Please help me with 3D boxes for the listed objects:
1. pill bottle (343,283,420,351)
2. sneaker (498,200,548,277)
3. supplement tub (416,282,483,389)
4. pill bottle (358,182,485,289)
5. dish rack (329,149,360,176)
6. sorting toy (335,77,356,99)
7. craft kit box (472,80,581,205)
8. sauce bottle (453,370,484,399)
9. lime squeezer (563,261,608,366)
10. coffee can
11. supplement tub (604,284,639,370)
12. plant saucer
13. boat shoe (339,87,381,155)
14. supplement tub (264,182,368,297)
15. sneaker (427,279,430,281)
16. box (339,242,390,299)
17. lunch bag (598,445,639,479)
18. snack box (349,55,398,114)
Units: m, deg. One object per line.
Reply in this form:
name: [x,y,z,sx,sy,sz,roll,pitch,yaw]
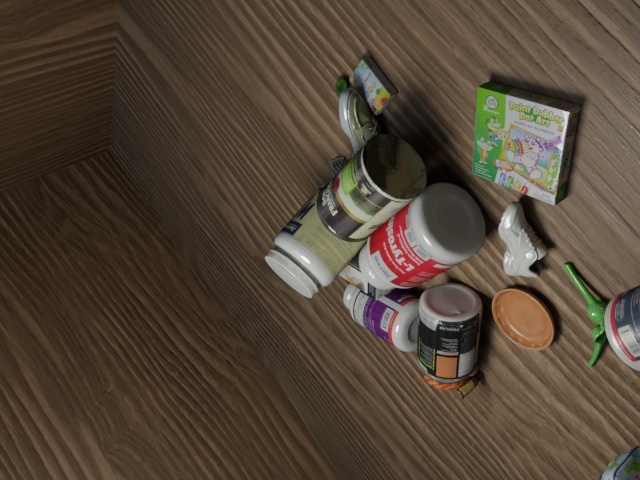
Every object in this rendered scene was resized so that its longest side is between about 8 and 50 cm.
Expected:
pill bottle: [0.226,0.241,2.200,0.323,0.181,0.181,27,136,49]
sneaker: [0.538,-0.001,1.671,0.115,0.090,0.232,14,136,42]
supplement tub: [0.399,0.306,2.003,0.193,0.193,0.316,31,138,39]
pill bottle: [0.279,0.009,1.897,0.229,0.229,0.407,57,149,5]
dish rack: [0.157,-0.194,1.949,0.271,0.074,0.208,-12,129,40]
sorting toy: [0.088,-0.457,1.980,0.102,0.042,0.061,56,135,31]
craft kit box: [0.491,-0.239,1.560,0.250,0.061,0.247,29,135,40]
sauce bottle: [0.483,0.468,2.077,0.042,0.128,0.042,36,142,35]
lime squeezer: [0.692,0.209,1.635,0.110,0.059,0.310,4,119,54]
coffee can: [0.138,-0.141,1.795,0.201,0.201,0.275,56,144,6]
supplement tub: [0.766,0.162,1.358,0.191,0.191,0.272,55,148,8]
plant saucer: [0.581,0.218,1.821,0.200,0.037,0.200,35,141,34]
boat shoe: [0.141,-0.329,1.941,0.094,0.109,0.302,8,139,33]
supplement tub: [0.000,0.000,2.067,0.235,0.325,0.235,38,166,12]
sneaker: [0.344,0.102,2.066,0.065,0.061,0.158,40,156,-21]
box: [0.148,0.072,2.201,0.290,0.169,0.087,33,138,39]
lunch bag: [0.848,0.667,1.671,0.219,0.176,0.090,48,147,17]
snack box: [0.154,-0.453,1.881,0.141,0.037,0.100,55,148,9]
